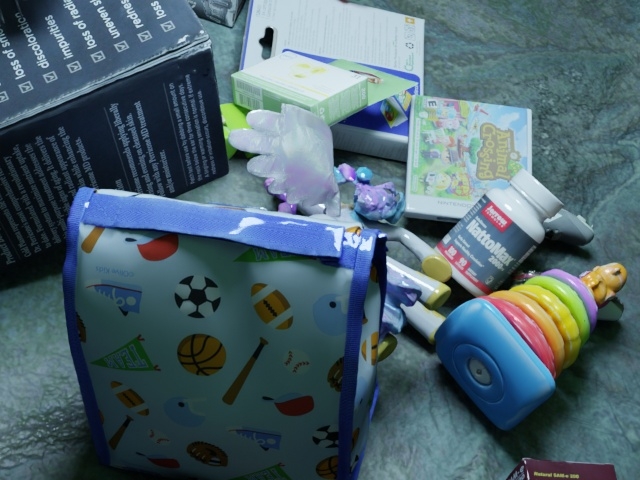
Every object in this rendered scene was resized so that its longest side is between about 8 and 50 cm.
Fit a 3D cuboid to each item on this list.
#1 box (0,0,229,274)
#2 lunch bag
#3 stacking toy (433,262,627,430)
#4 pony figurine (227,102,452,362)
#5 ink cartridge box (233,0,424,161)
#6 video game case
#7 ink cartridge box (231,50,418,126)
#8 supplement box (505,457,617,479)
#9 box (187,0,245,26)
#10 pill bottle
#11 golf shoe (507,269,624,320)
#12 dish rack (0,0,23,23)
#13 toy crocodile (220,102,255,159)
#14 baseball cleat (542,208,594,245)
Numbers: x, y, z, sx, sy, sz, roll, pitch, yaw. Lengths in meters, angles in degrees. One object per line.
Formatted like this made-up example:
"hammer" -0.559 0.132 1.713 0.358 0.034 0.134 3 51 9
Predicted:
"box" -0.434 -0.240 1.389 0.471 0.297 0.480 -24 62 -14
"lunch bag" -0.094 0.099 1.198 0.327 0.386 0.239 8 49 9
"stacking toy" 0.318 0.104 1.470 0.301 0.175 0.166 -31 73 -28
"pony figurine" 0.000 0.000 1.448 0.363 0.303 0.351 42 22 21
"ink cartridge box" 0.019 -0.280 1.767 0.307 0.072 0.304 10 53 -7
"video game case" 0.229 -0.122 1.649 0.193 0.023 0.213 7 63 -3
"ink cartridge box" 0.009 -0.240 1.606 0.171 0.056 0.235 26 43 37
"supplement box" 0.315 0.396 1.328 0.130 0.073 0.239 7 53 -12
"box" -0.256 -0.515 1.857 0.307 0.076 0.242 18 51 -2
"pill bottle" 0.258 -0.012 1.544 0.108 0.180 0.108 40 10 -9
"golf shoe" 0.358 0.100 1.583 0.186 0.067 0.086 13 83 -13
"dish rack" -0.415 -0.317 1.230 0.271 0.074 0.208 -17 62 -10
"toy crocodile" -0.232 -0.126 1.561 0.340 0.105 0.115 -25 62 -26
"baseball cleat" 0.315 -0.018 1.660 0.205 0.072 0.109 24 64 8
